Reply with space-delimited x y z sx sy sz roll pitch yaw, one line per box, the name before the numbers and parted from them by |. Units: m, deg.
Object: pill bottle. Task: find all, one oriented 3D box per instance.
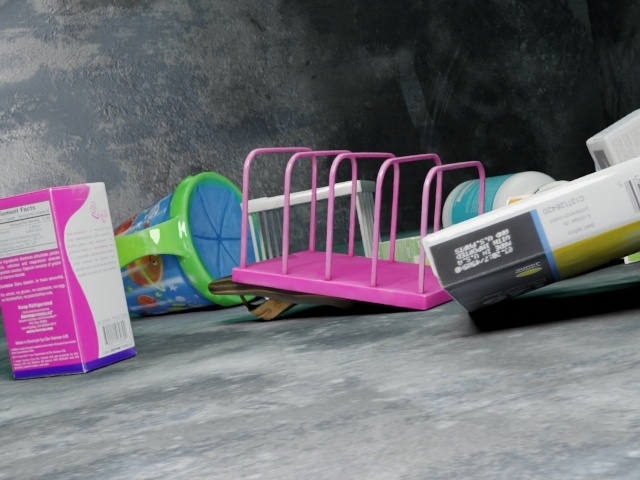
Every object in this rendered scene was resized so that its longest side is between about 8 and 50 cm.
pill bottle | 0.335 -0.044 1.988 0.146 0.146 0.264 -10 2 -23

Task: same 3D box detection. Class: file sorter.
file sorter | 0.000 0.000 1.906 0.193 0.173 0.277 -10 2 8
file sorter | 0.058 -0.029 1.538 0.290 0.182 0.202 7 10 30

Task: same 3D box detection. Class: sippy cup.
sippy cup | -0.247 0.025 1.971 0.224 0.240 0.305 -20 -46 29

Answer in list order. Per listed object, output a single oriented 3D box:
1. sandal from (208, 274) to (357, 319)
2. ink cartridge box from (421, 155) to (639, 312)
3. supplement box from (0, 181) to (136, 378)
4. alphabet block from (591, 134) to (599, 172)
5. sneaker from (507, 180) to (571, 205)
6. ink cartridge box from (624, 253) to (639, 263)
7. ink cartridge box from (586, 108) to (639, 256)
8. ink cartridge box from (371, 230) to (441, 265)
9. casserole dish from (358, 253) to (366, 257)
sandal | -0.055 0.084 1.592 0.219 0.060 0.090 6 9 11
ink cartridge box | 0.280 -0.004 1.214 0.303 0.072 0.307 -22 -16 11
supplement box | -0.316 0.047 1.386 0.114 0.220 0.111 -8 2 25
alphabet block | 0.564 -0.095 1.838 0.197 0.192 0.193 -10 4 24
sneaker | 0.371 -0.025 1.609 0.126 0.127 0.321 -12 -2 39
ink cartridge box | 0.528 -0.083 1.593 0.255 0.189 0.097 -10 3 3
ink cartridge box | 0.492 -0.104 1.520 0.232 0.189 0.066 -31 9 -19
ink cartridge box | 0.210 0.010 1.728 0.171 0.056 0.235 -10 0 -29
casserole dish | 0.127 0.039 2.154 0.114 0.037 0.188 -9 3 7
